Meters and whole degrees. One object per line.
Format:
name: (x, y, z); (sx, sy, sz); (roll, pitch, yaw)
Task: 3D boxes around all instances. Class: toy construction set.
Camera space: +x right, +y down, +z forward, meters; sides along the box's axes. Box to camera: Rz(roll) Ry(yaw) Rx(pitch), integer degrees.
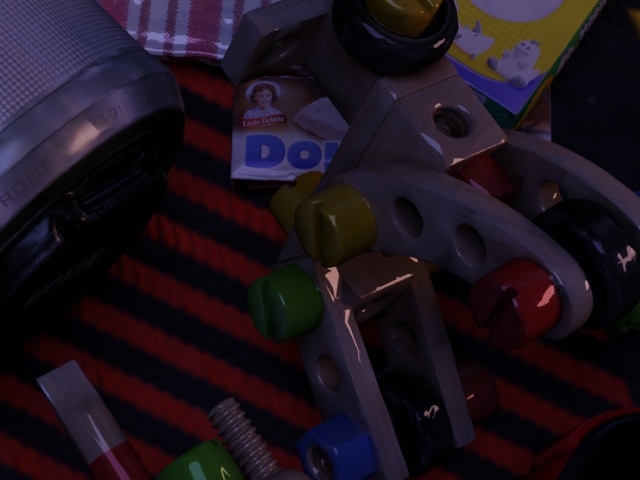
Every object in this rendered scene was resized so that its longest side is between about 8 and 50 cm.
toy construction set: (0.000, 0.000, 0.962); (0.309, 0.257, 0.237); (-33, 80, -9)

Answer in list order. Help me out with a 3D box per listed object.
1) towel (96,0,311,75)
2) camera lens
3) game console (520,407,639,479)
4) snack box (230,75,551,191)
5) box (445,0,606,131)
towel: (-0.036, -0.163, 1.144); (0.197, 0.029, 0.144); (5, 71, -2)
camera lens: (-0.222, -0.076, 0.995); (0.274, 0.219, 0.219); (44, 76, 6)
game console: (0.215, 0.280, 0.896); (0.386, 0.060, 0.342); (35, 51, 4)
snack box: (0.040, -0.058, 1.109); (0.178, 0.022, 0.064); (1, 70, -1)
box: (0.106, -0.147, 1.116); (0.105, 0.043, 0.179); (33, 59, 6)
